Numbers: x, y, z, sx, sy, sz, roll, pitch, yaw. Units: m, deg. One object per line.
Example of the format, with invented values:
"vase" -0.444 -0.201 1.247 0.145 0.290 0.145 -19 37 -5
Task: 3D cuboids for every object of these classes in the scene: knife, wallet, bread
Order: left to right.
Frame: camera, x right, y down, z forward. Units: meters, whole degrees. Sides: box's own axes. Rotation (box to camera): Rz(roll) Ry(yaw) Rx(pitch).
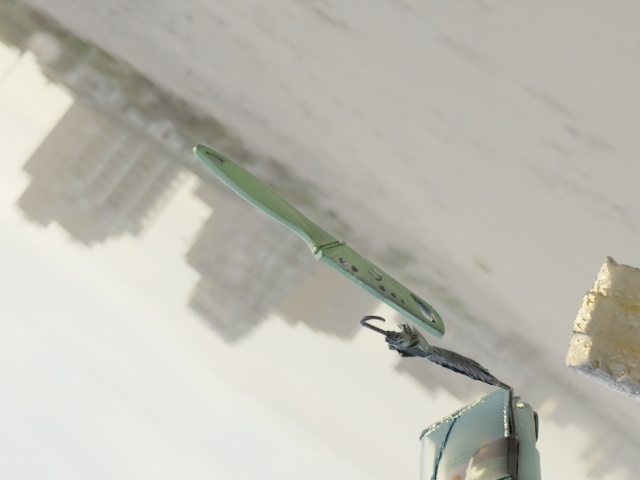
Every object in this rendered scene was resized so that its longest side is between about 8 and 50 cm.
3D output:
"knife" -0.001 0.001 1.623 0.293 0.020 0.043 36 -149 -5
"wallet" 0.190 0.309 2.130 0.075 0.176 0.250 42 -147 -27
"bread" 0.234 0.070 0.998 0.152 0.077 0.105 23 171 -22

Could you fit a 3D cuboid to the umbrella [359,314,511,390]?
"umbrella" 0.125 0.127 1.935 0.269 0.044 0.044 29 -128 -44
